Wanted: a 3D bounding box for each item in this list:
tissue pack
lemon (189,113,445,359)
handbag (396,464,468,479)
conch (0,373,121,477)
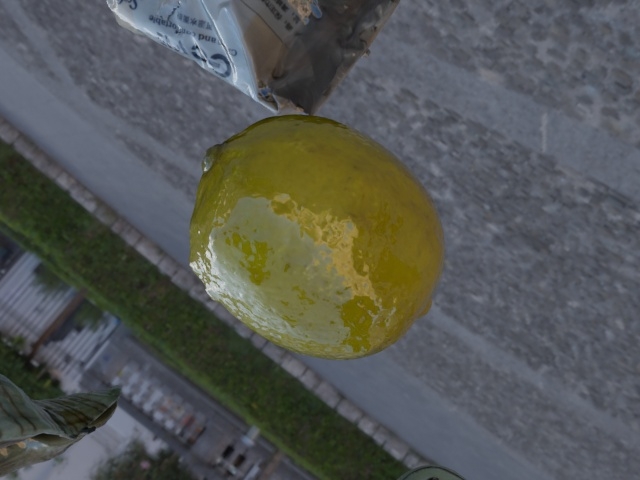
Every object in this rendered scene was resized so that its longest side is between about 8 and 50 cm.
[{"bbox_3d":[-0.076,-0.385,1.274,0.376,0.390,0.195,31,157,18],"label":"tissue pack"},{"bbox_3d":[0.000,0.000,0.872,0.288,0.233,0.233,37,165,-21],"label":"lemon"},{"bbox_3d":[0.137,0.364,0.789,0.241,0.109,0.315,31,139,35],"label":"handbag"},{"bbox_3d":[-0.303,0.142,0.601,0.203,0.386,0.169,-29,94,43],"label":"conch"}]
